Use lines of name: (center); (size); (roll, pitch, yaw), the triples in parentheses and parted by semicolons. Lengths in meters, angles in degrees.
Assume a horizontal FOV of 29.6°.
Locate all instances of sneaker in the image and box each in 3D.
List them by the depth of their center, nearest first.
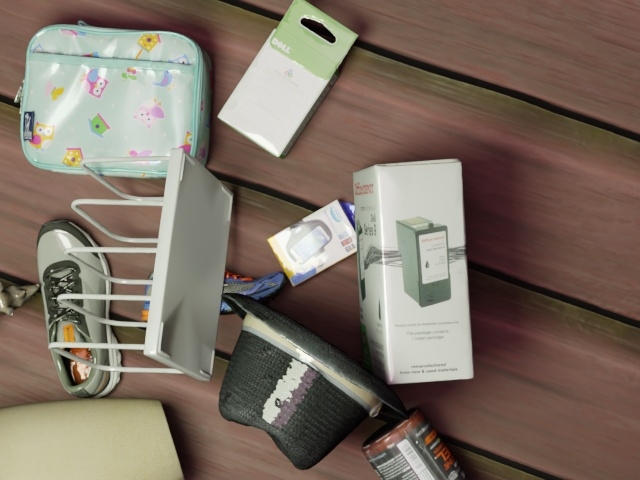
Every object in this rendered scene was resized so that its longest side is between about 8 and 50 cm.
sneaker: (-0.159, 0.067, 1.767); (0.221, 0.083, 0.087); (-9, 85, 5)
sneaker: (-0.359, 0.101, 1.778); (0.100, 0.108, 0.272); (-14, 89, 9)

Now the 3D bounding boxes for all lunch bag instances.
lunch bag: (-0.300, -0.204, 1.759); (0.279, 0.108, 0.224); (5, 93, 7)

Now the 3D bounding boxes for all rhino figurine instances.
rhino figurine: (-0.517, 0.111, 1.786); (0.243, 0.106, 0.073); (-21, 85, 13)

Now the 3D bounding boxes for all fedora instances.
fedora: (-0.041, 0.205, 1.619); (0.334, 0.334, 0.153); (34, 81, 5)

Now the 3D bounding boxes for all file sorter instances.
file sorter: (-0.245, 0.036, 1.665); (0.173, 0.193, 0.278); (1, 74, 17)

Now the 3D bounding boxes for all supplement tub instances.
supplement tub: (0.153, 0.345, 1.725); (0.106, 0.106, 0.198); (-35, 88, 7)

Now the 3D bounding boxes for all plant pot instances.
plant pot: (-0.342, 0.329, 1.730); (0.274, 0.256, 0.257); (-17, 90, -9)

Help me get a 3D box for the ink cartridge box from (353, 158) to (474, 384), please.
ink cartridge box: (0.122, 0.038, 1.656); (0.121, 0.211, 0.289); (-3, 91, -7)

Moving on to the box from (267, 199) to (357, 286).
box: (0.000, 0.000, 1.771); (0.136, 0.028, 0.081); (-30, 88, 9)

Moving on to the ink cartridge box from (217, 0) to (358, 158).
ink cartridge box: (-0.044, -0.233, 1.750); (0.109, 0.062, 0.209); (34, 95, 5)
